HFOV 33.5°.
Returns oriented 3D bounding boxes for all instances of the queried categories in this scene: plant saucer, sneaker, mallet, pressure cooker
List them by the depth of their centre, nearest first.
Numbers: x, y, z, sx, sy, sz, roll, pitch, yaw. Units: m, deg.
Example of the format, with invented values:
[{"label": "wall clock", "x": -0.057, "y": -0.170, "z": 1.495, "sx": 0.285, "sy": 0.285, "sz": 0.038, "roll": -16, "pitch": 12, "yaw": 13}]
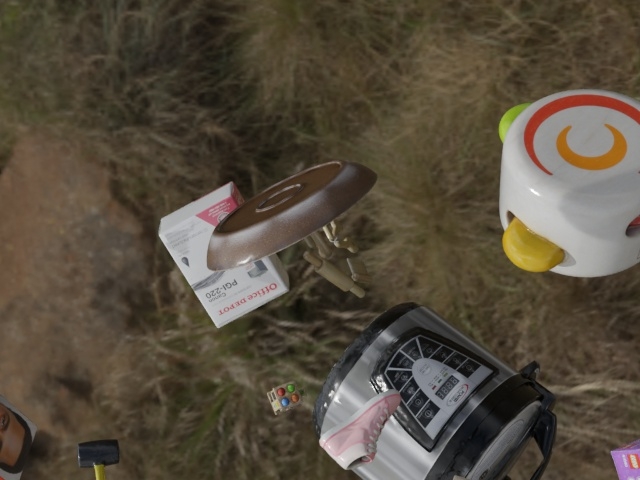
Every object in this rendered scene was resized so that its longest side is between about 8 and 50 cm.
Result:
[{"label": "sneaker", "x": 0.071, "y": 0.270, "z": 1.486, "sx": 0.070, "sy": 0.134, "sz": 0.051, "roll": 48, "pitch": 164, "yaw": 33}, {"label": "mallet", "x": -0.300, "y": 0.358, "z": 1.507, "sx": 0.189, "sy": 0.062, "sz": 0.039, "roll": -120, "pitch": 27, "yaw": -45}, {"label": "plant saucer", "x": -0.056, "y": -0.051, "z": 1.703, "sx": 0.311, "sy": 0.310, "sz": 0.050, "roll": -14, "pitch": 110, "yaw": 43}, {"label": "pressure cooker", "x": 0.245, "y": 0.366, "z": 2.108, "sx": 0.420, "sy": 0.376, "sz": 0.369, "roll": 37, "pitch": 115, "yaw": 24}]

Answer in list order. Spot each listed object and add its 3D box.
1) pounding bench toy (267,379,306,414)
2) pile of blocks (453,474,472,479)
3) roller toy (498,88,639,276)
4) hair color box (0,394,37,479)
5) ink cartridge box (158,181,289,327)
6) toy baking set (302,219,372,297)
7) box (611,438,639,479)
[{"label": "pounding bench toy", "x": -0.061, "y": 0.331, "z": 2.283, "sx": 0.052, "sy": 0.083, "sz": 0.065, "roll": 67, "pitch": 157, "yaw": 11}, {"label": "pile of blocks", "x": 0.162, "y": 0.414, "z": 1.399, "sx": 0.113, "sy": 0.362, "sz": 0.148, "roll": 14, "pitch": 97, "yaw": 19}, {"label": "roller toy", "x": 0.300, "y": -0.059, "z": 1.202, "sx": 0.191, "sy": 0.209, "sz": 0.146, "roll": 0, "pitch": 140, "yaw": 6}, {"label": "hair color box", "x": -0.317, "y": 0.158, "z": 0.936, "sx": 0.043, "sy": 0.141, "sz": 0.072, "roll": -17, "pitch": 41, "yaw": 23}, {"label": "ink cartridge box", "x": -0.176, "y": 0.028, "z": 1.959, "sx": 0.159, "sy": 0.092, "sz": 0.217, "roll": -28, "pitch": 111, "yaw": 6}, {"label": "toy baking set", "x": 0.002, "y": 0.005, "z": 2.061, "sx": 0.030, "sy": 0.256, "sz": 0.196, "roll": -40, "pitch": 39, "yaw": 22}, {"label": "box", "x": 0.539, "y": 0.339, "z": 1.445, "sx": 0.057, "sy": 0.293, "sz": 0.200, "roll": -24, "pitch": 81, "yaw": 57}]
